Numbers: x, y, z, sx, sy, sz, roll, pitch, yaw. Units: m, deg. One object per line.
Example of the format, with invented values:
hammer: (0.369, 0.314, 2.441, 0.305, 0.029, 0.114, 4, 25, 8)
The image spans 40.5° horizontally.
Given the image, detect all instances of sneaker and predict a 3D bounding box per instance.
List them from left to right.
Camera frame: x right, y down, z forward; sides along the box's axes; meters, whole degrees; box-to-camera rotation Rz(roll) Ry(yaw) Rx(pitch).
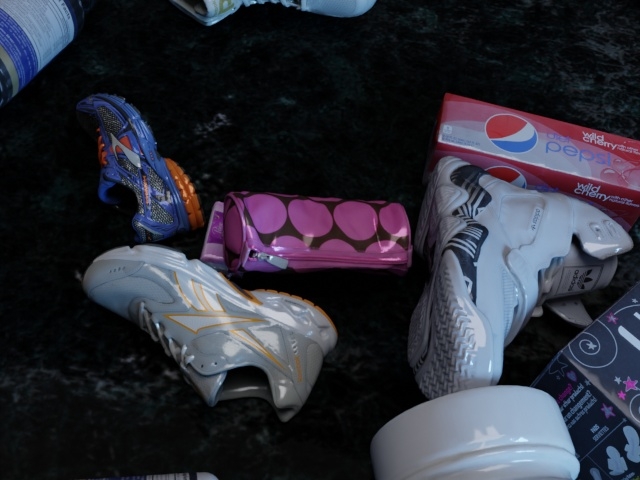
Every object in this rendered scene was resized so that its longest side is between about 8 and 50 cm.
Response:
sneaker: (-0.220, -0.084, 0.973, 0.087, 0.083, 0.221, -31, 61, -22)
sneaker: (-0.121, 0.093, 0.848, 0.262, 0.099, 0.121, 17, 57, 5)
sneaker: (-0.083, -0.337, 1.178, 0.292, 0.108, 0.169, 23, 54, 20)
sneaker: (0.206, 0.041, 0.874, 0.210, 0.137, 0.366, 14, 32, -1)

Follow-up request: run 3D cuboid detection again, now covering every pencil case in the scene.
pencil case: (0.000, 0.000, 0.919, 0.209, 0.095, 0.098, 0, 18, -22)

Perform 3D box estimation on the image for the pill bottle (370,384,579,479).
pill bottle: (0.155, 0.309, 0.660, 0.204, 0.204, 0.361, -3, 54, -12)

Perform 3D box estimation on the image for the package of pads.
package of pads: (-0.103, 0.000, 0.957, 0.050, 0.032, 0.083, 12, 53, -5)

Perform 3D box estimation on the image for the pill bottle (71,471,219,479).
pill bottle: (-0.130, 0.245, 0.729, 0.169, 0.094, 0.094, 0, 53, -10)

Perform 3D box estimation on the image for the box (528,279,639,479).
box: (0.328, 0.126, 0.853, 0.247, 0.163, 0.142, -33, 66, -30)

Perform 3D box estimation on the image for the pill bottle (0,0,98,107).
pill bottle: (-0.369, -0.268, 1.057, 0.122, 0.123, 0.219, 24, 53, 9)

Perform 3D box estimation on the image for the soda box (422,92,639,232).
soda box: (0.264, -0.093, 1.059, 0.263, 0.083, 0.092, 13, 52, 1)
